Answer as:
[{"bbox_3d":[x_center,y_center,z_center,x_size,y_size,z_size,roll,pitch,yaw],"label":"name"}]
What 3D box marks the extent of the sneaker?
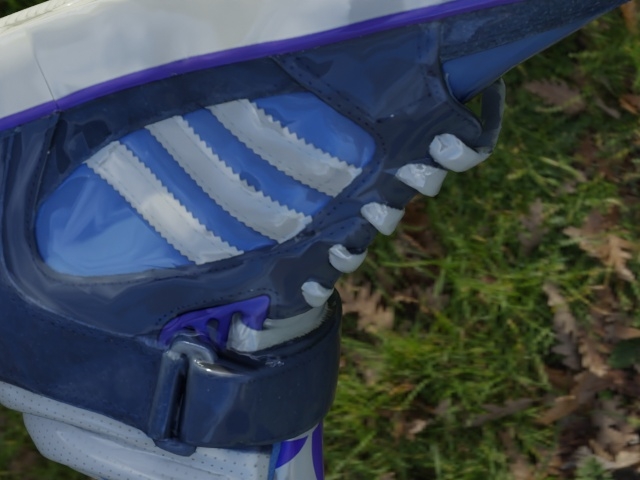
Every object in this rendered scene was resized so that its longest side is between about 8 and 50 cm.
[{"bbox_3d":[0.000,0.000,0.483,0.323,0.130,0.236,-13,110,20],"label":"sneaker"}]
